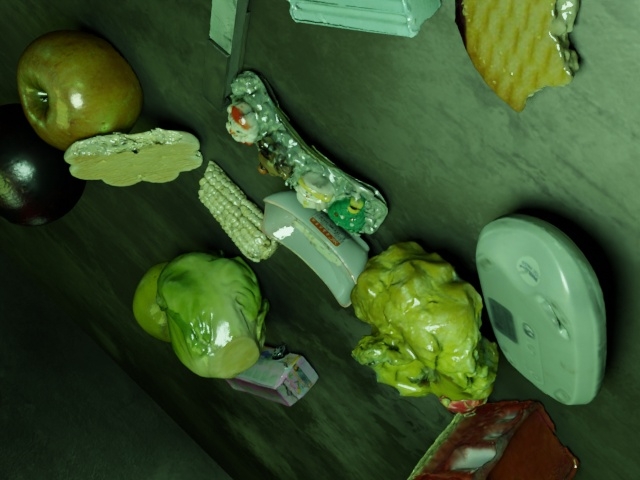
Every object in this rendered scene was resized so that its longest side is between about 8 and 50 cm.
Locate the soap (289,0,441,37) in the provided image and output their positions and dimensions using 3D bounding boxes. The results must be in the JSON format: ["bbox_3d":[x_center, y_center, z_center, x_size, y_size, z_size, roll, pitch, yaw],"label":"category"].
[{"bbox_3d":[0.039,-0.310,0.970,0.198,0.063,0.114,21,144,40],"label":"soap"}]

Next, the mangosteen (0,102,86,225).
[{"bbox_3d":[-0.704,-0.166,1.914,0.297,0.313,0.297,33,138,35],"label":"mangosteen"}]

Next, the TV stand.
[{"bbox_3d":[-0.145,-0.299,1.262,0.049,0.040,0.256,42,151,13],"label":"TV stand"}]

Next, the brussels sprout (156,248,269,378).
[{"bbox_3d":[-0.226,0.155,1.764,0.294,0.227,0.259,57,170,40],"label":"brussels sprout"}]

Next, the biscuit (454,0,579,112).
[{"bbox_3d":[0.214,-0.243,0.848,0.176,0.031,0.228,45,150,4],"label":"biscuit"}]

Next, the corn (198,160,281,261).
[{"bbox_3d":[-0.161,-0.050,1.549,0.211,0.087,0.087,45,152,5],"label":"corn"}]

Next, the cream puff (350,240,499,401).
[{"bbox_3d":[0.140,0.142,1.228,0.282,0.185,0.282,54,167,18],"label":"cream puff"}]

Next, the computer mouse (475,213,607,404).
[{"bbox_3d":[0.299,0.091,1.083,0.197,0.095,0.331,44,164,38],"label":"computer mouse"}]

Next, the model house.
[{"bbox_3d":[0.266,0.381,1.385,0.160,0.196,0.254,52,152,-11],"label":"model house"}]

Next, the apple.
[{"bbox_3d":[-0.453,-0.283,1.570,0.237,0.207,0.237,19,123,33],"label":"apple"}]

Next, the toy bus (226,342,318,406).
[{"bbox_3d":[-0.131,0.302,1.927,0.274,0.112,0.090,3,136,53],"label":"toy bus"}]

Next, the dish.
[{"bbox_3d":[0.000,0.000,1.382,0.212,0.077,0.151,42,160,10],"label":"dish"}]

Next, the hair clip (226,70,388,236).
[{"bbox_3d":[-0.042,-0.119,1.291,0.321,0.091,0.138,44,154,10],"label":"hair clip"}]

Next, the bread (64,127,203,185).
[{"bbox_3d":[-0.349,-0.154,1.562,0.182,0.251,0.039,96,167,-73],"label":"bread"}]

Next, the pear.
[{"bbox_3d":[-0.352,0.144,1.948,0.198,0.198,0.198,34,149,24],"label":"pear"}]

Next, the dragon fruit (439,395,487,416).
[{"bbox_3d":[0.234,0.247,1.383,0.086,0.081,0.116,51,-179,-15],"label":"dragon fruit"}]
